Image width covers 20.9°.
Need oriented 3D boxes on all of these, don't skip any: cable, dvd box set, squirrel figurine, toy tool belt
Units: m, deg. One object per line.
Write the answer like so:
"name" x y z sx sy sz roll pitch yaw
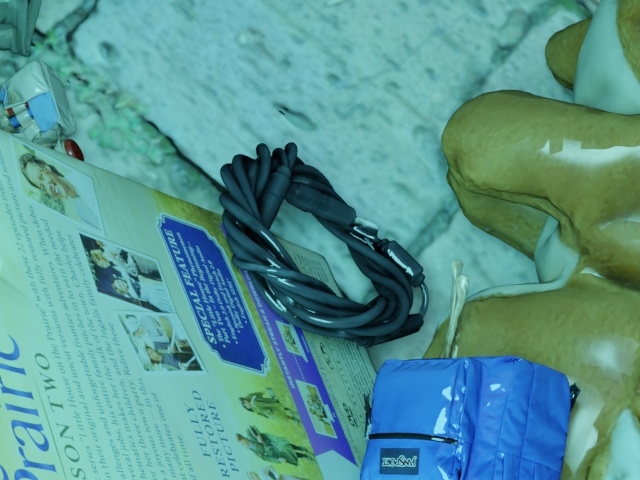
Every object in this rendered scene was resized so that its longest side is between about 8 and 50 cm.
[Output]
"cable" 0.000 0.000 1.062 0.047 0.184 0.150 -39 77 22
"dvd box set" -0.087 0.094 0.895 0.062 0.420 0.307 -38 58 22
"squirrel figurine" 0.252 0.025 1.061 0.397 0.281 0.370 22 71 2
"toy tool belt" -0.189 -0.075 1.141 0.051 0.052 0.083 -26 67 13

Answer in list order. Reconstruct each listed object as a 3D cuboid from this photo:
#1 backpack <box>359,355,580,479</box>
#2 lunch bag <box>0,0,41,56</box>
"backpack" 0.070 0.124 0.933 0.101 0.098 0.120 19 72 -42
"lunch bag" -0.272 -0.256 1.068 0.235 0.287 0.169 11 65 -7
